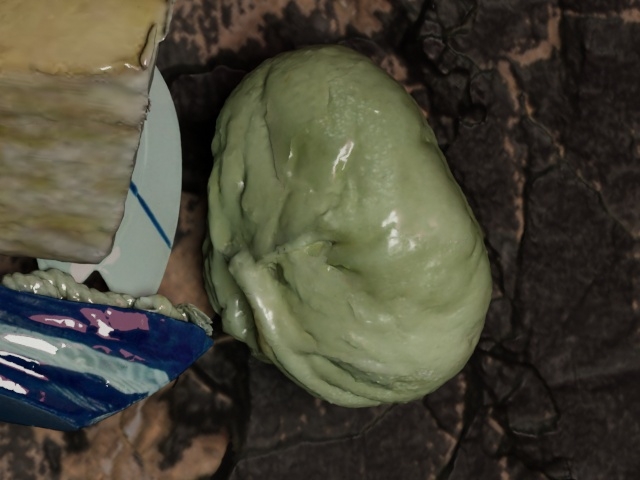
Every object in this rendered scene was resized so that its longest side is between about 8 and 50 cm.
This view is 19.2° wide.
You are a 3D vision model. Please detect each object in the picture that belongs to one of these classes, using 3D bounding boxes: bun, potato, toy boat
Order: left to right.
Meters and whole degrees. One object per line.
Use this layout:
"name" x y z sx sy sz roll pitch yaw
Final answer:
"potato" -0.200 -0.114 0.940 0.264 0.211 0.189 3 62 -6
"toy boat" -0.148 -0.039 1.060 0.220 0.067 0.291 17 62 -7
"bun" 0.000 0.000 1.074 0.126 0.204 0.212 -20 65 -22
